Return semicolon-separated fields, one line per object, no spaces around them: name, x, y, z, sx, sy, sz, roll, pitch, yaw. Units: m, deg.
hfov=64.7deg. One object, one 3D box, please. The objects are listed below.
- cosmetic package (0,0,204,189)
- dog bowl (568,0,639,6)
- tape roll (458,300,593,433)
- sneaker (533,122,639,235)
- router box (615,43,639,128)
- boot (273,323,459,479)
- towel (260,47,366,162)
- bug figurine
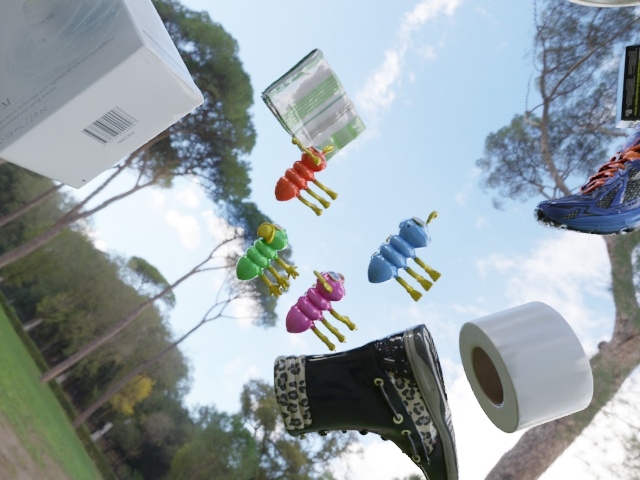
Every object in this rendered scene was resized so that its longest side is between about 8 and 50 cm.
cosmetic package;-0.315;-0.232;0.662;0.224;0.224;0.138;60;8;20
dog bowl;0.479;-0.456;0.605;0.408;0.408;0.150;-13;-99;59
tape roll;0.431;0.269;1.091;0.246;0.169;0.246;164;-90;-83
sneaker;0.306;-0.067;0.487;0.083;0.221;0.087;-140;-151;-84
router box;0.524;-0.255;0.850;0.038;0.092;0.122;3;-85;24
boot;0.060;0.207;0.581;0.179;0.085;0.236;-11;-65;12
towel;-0.005;-0.194;0.764;0.152;0.113;0.023;51;-1;-33
bug figurine;0.000;0.000;0.622;0.279;0.216;0.072;40;3;37
